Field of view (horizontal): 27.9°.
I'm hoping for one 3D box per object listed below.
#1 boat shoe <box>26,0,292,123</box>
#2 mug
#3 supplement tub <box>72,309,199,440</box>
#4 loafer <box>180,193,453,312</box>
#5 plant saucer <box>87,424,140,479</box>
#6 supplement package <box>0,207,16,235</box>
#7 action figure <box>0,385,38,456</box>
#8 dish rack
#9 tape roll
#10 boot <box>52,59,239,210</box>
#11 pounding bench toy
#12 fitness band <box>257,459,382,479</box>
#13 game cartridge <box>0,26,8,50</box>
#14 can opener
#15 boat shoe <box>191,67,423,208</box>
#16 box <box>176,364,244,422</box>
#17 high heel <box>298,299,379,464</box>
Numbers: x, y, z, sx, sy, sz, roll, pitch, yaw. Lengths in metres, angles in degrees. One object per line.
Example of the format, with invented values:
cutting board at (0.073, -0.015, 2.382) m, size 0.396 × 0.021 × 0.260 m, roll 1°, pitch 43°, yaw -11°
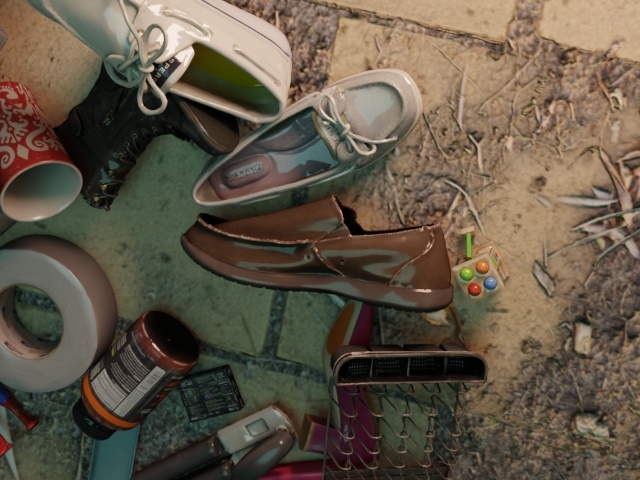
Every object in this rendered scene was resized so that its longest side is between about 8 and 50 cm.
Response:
boat shoe at (-0.194, -0.226, 1.547) m, size 0.367 × 0.157 × 0.136 m, roll 23°, pitch 135°, yaw -31°
mug at (-0.411, -0.127, 1.705) m, size 0.113 × 0.150 × 0.169 m, roll -46°, pitch 56°, yaw 24°
supplement tub at (-0.267, 0.196, 1.819) m, size 0.106 × 0.106 × 0.198 m, roll 44°, pitch 114°, yaw -1°
loafer at (0.000, 0.000, 1.684) m, size 0.365 × 0.134 × 0.130 m, roll 9°, pitch 99°, yaw 7°
plant saucer at (-0.311, 0.345, 1.925) m, size 0.067 × 0.018 × 0.192 m, roll 16°, pitch 110°, yaw 10°
supplement package at (-0.533, -0.031, 1.800) m, size 0.244 × 0.139 × 0.134 m, roll -38°, pitch 90°, yaw 23°
action figure at (-0.540, 0.192, 1.875) m, size 0.091 × 0.139 × 0.280 m, roll -43°, pitch 90°, yaw -3°
dish rack at (0.100, 0.261, 1.715) m, size 0.208 × 0.074 × 0.272 m, roll 1°, pitch 110°, yaw -14°
tape roll at (-0.405, 0.105, 1.846) m, size 0.219 × 0.072 × 0.219 m, roll 5°, pitch 109°, yaw 14°
boot at (-0.241, -0.131, 1.707) m, size 0.263 × 0.091 × 0.229 m, roll 45°, pitch 116°, yaw 24°
pounding bench toy at (0.199, 0.028, 1.658) m, size 0.052 × 0.065 × 0.083 m, roll -25°, pitch 99°, yaw 21°
fitness band at (-0.014, 0.419, 1.852) m, size 0.290 × 0.054 × 0.209 m, roll -9°, pitch 102°, yaw 17°
game cartridge at (-0.569, -0.192, 1.718) m, size 0.355 × 0.068 × 0.230 m, roll -53°, pitch 50°, yaw 14°
can opener at (-0.158, 0.323, 1.834) m, size 0.283 × 0.095 × 0.076 m, roll -28°, pitch 97°, yaw 21°
boat shoe at (-0.019, -0.121, 1.650) m, size 0.320 × 0.103 × 0.118 m, roll -20°, pitch 101°, yaw 21°
box at (-0.159, 0.219, 1.842) m, size 0.083 × 0.018 × 0.067 m, roll -17°, pitch 102°, yaw 20°
high heel at (0.058, 0.192, 1.758) m, size 0.117 × 0.082 × 0.244 m, roll 13°, pitch 99°, yaw -19°
